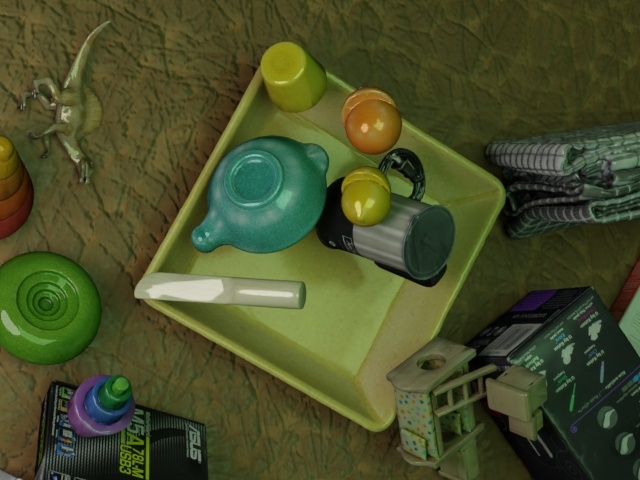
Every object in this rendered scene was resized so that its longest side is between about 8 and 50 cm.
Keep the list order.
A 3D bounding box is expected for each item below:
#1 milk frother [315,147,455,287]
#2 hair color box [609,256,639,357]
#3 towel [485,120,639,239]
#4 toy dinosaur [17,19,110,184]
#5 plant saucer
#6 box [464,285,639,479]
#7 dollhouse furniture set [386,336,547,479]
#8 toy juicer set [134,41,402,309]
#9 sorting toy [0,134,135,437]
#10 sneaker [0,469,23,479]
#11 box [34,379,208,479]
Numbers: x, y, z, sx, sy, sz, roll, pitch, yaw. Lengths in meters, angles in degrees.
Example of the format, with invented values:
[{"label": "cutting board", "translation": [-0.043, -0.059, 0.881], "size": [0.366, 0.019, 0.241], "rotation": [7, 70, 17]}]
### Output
[{"label": "milk frother", "translation": [0.094, -0.034, 1.698], "size": [0.129, 0.135, 0.143], "rotation": [32, 81, -49]}, {"label": "hair color box", "translation": [0.410, 0.080, 1.928], "size": [0.072, 0.043, 0.141], "rotation": [35, 78, -13]}, {"label": "towel", "translation": [0.365, -0.074, 1.825], "size": [0.283, 0.235, 0.121], "rotation": [-9, 96, -18]}, {"label": "toy dinosaur", "translation": [-0.282, -0.155, 1.718], "size": [0.092, 0.053, 0.183], "rotation": [2, 94, -34]}, {"label": "plant saucer", "translation": [0.000, 0.000, 1.778], "size": [0.333, 0.081, 0.333], "rotation": [31, 79, -14]}, {"label": "box", "translation": [0.306, 0.203, 1.823], "size": [0.143, 0.165, 0.270], "rotation": [-38, 98, -17]}, {"label": "dollhouse furniture set", "translation": [0.169, 0.227, 1.734], "size": [0.101, 0.161, 0.182], "rotation": [-33, 126, -36]}, {"label": "toy juicer set", "translation": [-0.030, -0.037, 1.655], "size": [0.209, 0.089, 0.329], "rotation": [24, 80, 21]}, {"label": "sorting toy", "translation": [-0.287, 0.030, 1.611], "size": [0.127, 0.126, 0.365], "rotation": [-24, 79, -31]}, {"label": "sneaker", "translation": [-0.269, 0.401, 1.641], "size": [0.315, 0.127, 0.182], "rotation": [44, 73, -13]}, {"label": "box", "translation": [-0.209, 0.240, 1.645], "size": [0.184, 0.191, 0.045], "rotation": [18, 117, -15]}]
